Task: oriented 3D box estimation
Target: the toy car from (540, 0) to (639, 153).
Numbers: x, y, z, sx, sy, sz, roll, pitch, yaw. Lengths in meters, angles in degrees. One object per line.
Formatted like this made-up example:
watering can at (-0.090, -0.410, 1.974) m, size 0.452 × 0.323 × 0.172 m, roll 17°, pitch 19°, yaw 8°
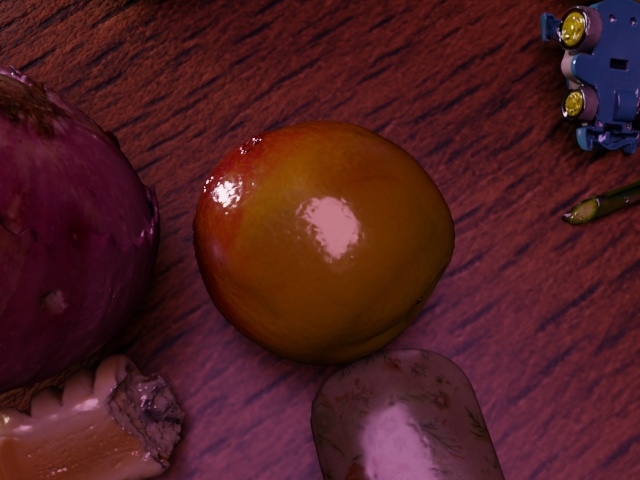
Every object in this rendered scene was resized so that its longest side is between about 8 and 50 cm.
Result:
toy car at (0.303, -0.179, 0.849) m, size 0.126 × 0.098 × 0.161 m, roll -1°, pitch 99°, yaw -23°

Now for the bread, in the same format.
bread at (-0.216, 0.177, 0.706) m, size 0.177 × 0.084 × 0.119 m, roll -22°, pitch 105°, yaw -6°

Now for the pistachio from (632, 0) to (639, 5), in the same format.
pistachio at (0.389, -0.321, 0.837) m, size 0.293 × 0.181 × 0.162 m, roll 23°, pitch 95°, yaw 17°

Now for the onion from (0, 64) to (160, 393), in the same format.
onion at (-0.338, -0.017, 0.663) m, size 0.345 × 0.358 × 0.358 m, roll -33°, pitch 72°, yaw 8°

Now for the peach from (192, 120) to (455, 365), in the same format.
peach at (0.000, 0.000, 0.706) m, size 0.231 × 0.231 × 0.231 m, roll 0°, pitch 70°, yaw 1°

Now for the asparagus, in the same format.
asparagus at (0.367, -0.070, 0.827) m, size 0.236 × 0.027 × 0.034 m, roll -26°, pitch 82°, yaw -8°

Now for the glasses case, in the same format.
glasses case at (0.107, 0.301, 0.657) m, size 0.156 × 0.098 × 0.425 m, roll -15°, pitch 71°, yaw -2°
